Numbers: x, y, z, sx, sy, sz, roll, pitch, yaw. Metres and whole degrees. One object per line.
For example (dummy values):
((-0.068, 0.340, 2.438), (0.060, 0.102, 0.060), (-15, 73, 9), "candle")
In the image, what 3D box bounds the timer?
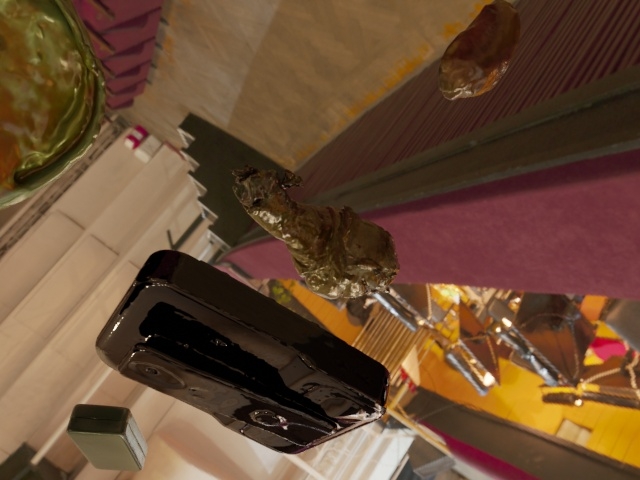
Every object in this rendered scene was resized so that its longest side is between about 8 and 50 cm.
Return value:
((-0.061, 0.095, 0.351), (0.187, 0.055, 0.144), (32, 135, -16), "timer")

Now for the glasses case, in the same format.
((-0.308, 0.294, 0.727), (0.077, 0.040, 0.184), (6, 141, -5), "glasses case")

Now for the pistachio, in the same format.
((0.230, -0.256, 0.674), (0.089, 0.173, 0.049), (47, 170, -34), "pistachio")

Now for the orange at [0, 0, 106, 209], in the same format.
((-0.317, -0.170, 0.358), (0.196, 0.262, 0.335), (31, 145, 50), "orange")

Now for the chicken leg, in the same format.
((0.000, 0.000, 0.520), (0.088, 0.103, 0.227), (-11, 149, 44), "chicken leg")
